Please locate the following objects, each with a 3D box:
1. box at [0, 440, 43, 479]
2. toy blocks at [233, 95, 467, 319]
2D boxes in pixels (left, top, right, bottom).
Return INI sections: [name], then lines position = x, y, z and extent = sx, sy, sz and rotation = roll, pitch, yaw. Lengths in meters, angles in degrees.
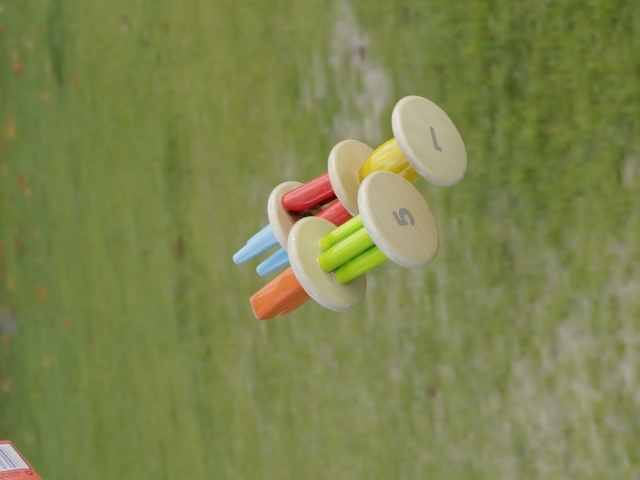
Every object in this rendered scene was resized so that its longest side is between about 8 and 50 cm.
[box]
position = -0.297, 0.231, 1.005
extent = 0.154, 0.300, 0.142
rotation = 36, 121, 46
[toy blocks]
position = 0.000, 0.000, 0.886
extent = 0.148, 0.054, 0.123
rotation = -33, 20, 37
